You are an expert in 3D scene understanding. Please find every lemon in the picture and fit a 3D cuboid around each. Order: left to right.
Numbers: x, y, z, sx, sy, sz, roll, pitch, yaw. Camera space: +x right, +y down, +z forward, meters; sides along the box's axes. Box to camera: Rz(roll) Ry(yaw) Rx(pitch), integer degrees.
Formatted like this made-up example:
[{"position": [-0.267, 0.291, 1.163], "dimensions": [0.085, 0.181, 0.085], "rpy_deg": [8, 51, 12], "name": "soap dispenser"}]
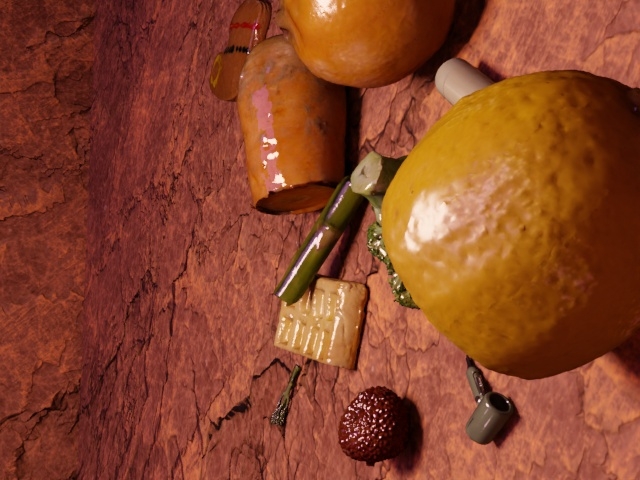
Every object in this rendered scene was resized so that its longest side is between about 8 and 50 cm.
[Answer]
[{"position": [0.275, -0.037, 1.141], "dimensions": [0.364, 0.364, 0.364], "rpy_deg": [-29, 56, 56], "name": "lemon"}]

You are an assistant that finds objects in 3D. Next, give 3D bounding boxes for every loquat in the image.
[{"position": [0.079, -0.424, 1.659], "dimensions": [0.328, 0.328, 0.328], "rpy_deg": [-29, 56, 56], "name": "loquat"}]

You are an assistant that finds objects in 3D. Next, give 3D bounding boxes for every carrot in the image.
[{"position": [-0.051, -0.236, 1.943], "dimensions": [0.224, 0.224, 0.341], "rpy_deg": [-31, 62, 55], "name": "carrot"}]

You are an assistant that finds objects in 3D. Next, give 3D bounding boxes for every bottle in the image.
[{"position": [0.253, -0.219, 1.518], "dimensions": [0.072, 0.072, 0.201], "rpy_deg": [-67, 30, 23], "name": "bottle"}]

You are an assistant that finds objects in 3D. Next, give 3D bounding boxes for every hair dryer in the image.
[{"position": [0.234, 0.225, 1.440], "dimensions": [0.150, 0.047, 0.071], "rpy_deg": [-105, 35, -50], "name": "hair dryer"}]

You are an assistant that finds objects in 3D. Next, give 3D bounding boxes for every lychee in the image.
[{"position": [0.090, 0.306, 1.597], "dimensions": [0.123, 0.123, 0.129], "rpy_deg": [-35, 44, 53], "name": "lychee"}]

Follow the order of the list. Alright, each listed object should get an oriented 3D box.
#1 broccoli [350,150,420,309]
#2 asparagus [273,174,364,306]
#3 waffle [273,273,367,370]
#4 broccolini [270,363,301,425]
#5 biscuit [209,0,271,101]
[{"position": [0.149, -0.038, 1.444], "dimensions": [0.254, 0.269, 0.269], "rpy_deg": [-14, 68, 44], "name": "broccoli"}, {"position": [0.002, 0.001, 1.861], "dimensions": [0.278, 0.060, 0.067], "rpy_deg": [-57, 30, 8], "name": "asparagus"}, {"position": [-0.006, 0.150, 1.893], "dimensions": [0.274, 0.057, 0.168], "rpy_deg": [9, 89, 63], "name": "waffle"}, {"position": [-0.069, 0.318, 2.000], "dimensions": [0.035, 0.030, 0.140], "rpy_deg": [-35, -33, -78], "name": "broccolini"}, {"position": [-0.221, -0.500, 2.522], "dimensions": [0.262, 0.052, 0.277], "rpy_deg": [37, 114, 59], "name": "biscuit"}]
